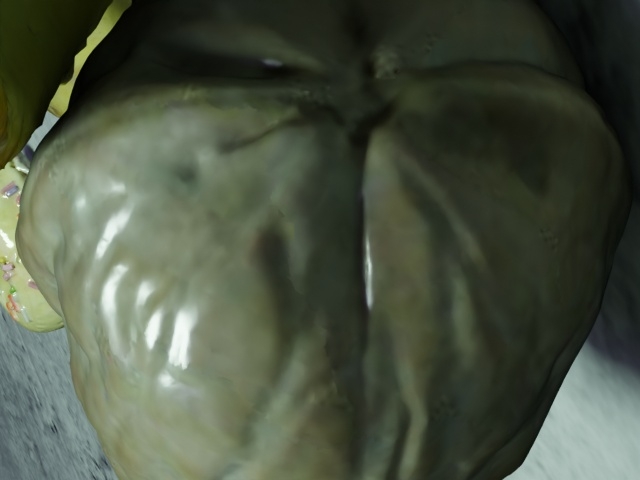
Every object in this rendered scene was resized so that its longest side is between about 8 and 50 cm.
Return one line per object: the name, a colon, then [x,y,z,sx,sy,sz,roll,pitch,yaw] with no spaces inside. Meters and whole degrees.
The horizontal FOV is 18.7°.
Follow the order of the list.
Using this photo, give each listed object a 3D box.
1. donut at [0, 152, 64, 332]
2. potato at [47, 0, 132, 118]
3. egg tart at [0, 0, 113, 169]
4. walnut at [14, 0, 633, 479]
donut: [-0.219,0.018,1.488,0.108,0.065,0.166,50,159,30]
potato: [-0.124,-0.121,1.013,0.091,0.070,0.138,55,160,36]
egg tart: [-0.108,-0.163,0.567,0.120,0.315,0.315,16,153,3]
walnut: [0.000,0.000,0.660,0.224,0.224,0.224,52,160,27]
